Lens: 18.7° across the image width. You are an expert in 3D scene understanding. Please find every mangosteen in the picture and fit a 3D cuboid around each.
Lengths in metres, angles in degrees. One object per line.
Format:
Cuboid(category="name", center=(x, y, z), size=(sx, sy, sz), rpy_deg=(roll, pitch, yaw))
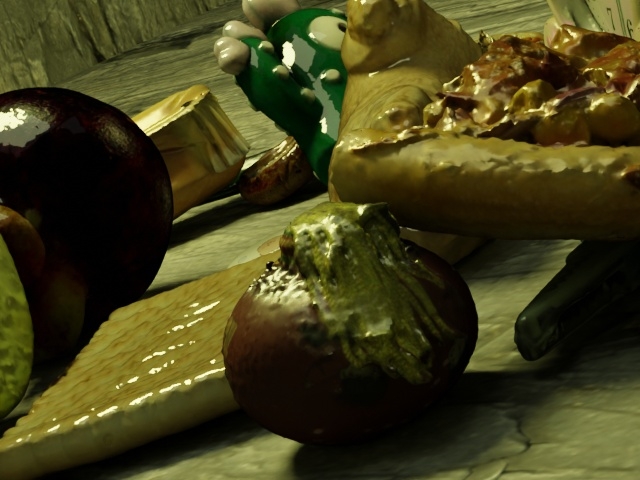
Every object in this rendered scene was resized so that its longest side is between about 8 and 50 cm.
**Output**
Cuboid(category="mangosteen", center=(-0.245, -0.009, 1.663), size=(0.228, 0.228, 0.265), rpy_deg=(-15, 28, 25))

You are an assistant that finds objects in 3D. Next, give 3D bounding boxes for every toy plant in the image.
Cuboid(category="toy plant", center=(0.009, -0.148, 1.860), size=(0.112, 0.232, 0.243), rpy_deg=(-46, 11, 29))

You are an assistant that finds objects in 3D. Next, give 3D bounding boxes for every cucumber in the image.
Cuboid(category="cucumber", center=(-0.072, -0.074, 2.074), size=(0.184, 0.033, 0.036), rpy_deg=(-18, 37, 15))

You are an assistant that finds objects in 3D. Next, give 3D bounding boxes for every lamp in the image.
Cuboid(category="lamp", center=(0.014, 0.046, 1.158), size=(0.157, 0.135, 0.156), rpy_deg=(-18, 12, 24))

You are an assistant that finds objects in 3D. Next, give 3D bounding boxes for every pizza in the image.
Cuboid(category="pizza", center=(0.203, -0.071, 1.234), size=(0.408, 0.114, 0.278), rpy_deg=(-4, 18, -5))

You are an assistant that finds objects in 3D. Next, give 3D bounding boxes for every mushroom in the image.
Cuboid(category="mushroom", center=(-0.029, -0.078, 1.950), size=(0.123, 0.052, 0.123), rpy_deg=(-44, 9, 9))

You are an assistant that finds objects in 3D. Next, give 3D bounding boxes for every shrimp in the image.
Cuboid(category="shrimp", center=(0.204, -0.211, 2.215), size=(0.095, 0.045, 0.162), rpy_deg=(11, 23, 29))

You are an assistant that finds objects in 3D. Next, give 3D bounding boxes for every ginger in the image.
Cuboid(category="ginger", center=(0.070, -0.088, 1.505), size=(0.130, 0.221, 0.275), rpy_deg=(-10, 6, 9))

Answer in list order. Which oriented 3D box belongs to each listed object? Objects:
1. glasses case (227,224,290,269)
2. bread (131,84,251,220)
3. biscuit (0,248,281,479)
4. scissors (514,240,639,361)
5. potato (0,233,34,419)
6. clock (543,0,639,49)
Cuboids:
Cuboid(category="glasses case", center=(0.000, 0.000, 1.604), size=(0.164, 0.041, 0.063), rpy_deg=(-24, 12, -16))
Cuboid(category="bread", center=(-0.192, -0.056, 1.967), size=(0.241, 0.107, 0.136), rpy_deg=(-33, 12, -5))
Cuboid(category="biscuit", center=(-0.099, 0.082, 1.409), size=(0.217, 0.044, 0.325), rpy_deg=(-19, 12, 14))
Cuboid(category="scissors", center=(0.191, 0.010, 1.238), size=(0.138, 0.041, 0.289), rpy_deg=(-3, 19, 34))
Cuboid(category="potato", center=(-0.395, 0.119, 1.470), size=(0.280, 0.213, 0.330), rpy_deg=(-32, 21, 29))
Cuboid(category="clock", center=(0.257, -0.258, 1.659), size=(0.114, 0.309, 0.284), rpy_deg=(-21, 11, -9))
